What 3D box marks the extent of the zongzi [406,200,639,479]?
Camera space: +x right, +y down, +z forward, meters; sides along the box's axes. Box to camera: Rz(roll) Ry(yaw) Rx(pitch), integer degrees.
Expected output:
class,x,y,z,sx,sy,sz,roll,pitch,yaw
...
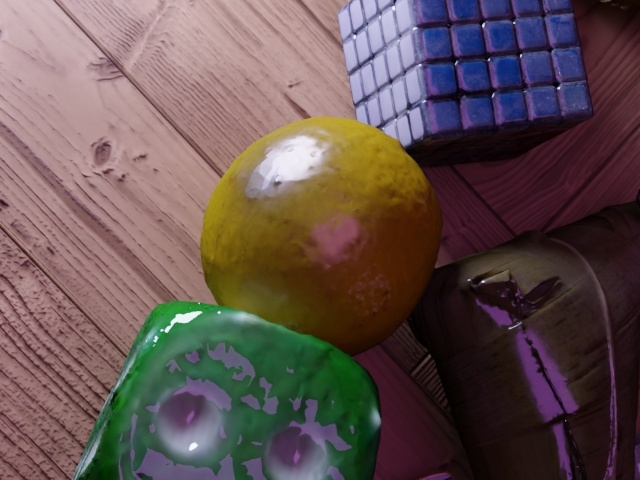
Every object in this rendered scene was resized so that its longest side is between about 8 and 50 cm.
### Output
class,x,y,z,sx,sy,sz,roll,pitch,yaw
zongzi,0.387,0.211,1.644,0.467,0.218,0.500,-17,87,-29

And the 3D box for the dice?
class,x,y,z,sx,sy,sz,roll,pitch,yaw
dice,-0.112,0.252,1.423,0.300,0.297,0.287,21,69,-7

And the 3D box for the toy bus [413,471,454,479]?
class,x,y,z,sx,sy,sz,roll,pitch,yaw
toy bus,0.151,0.376,1.607,0.070,0.074,0.162,-17,88,-12

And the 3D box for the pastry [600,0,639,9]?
class,x,y,z,sx,sy,sz,roll,pitch,yaw
pastry,0.456,-0.456,1.809,0.255,0.162,0.310,-11,73,-8

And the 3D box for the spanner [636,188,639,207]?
class,x,y,z,sx,sy,sz,roll,pitch,yaw
spanner,0.516,0.032,1.744,0.325,0.026,0.093,41,42,-34

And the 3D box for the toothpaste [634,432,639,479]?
class,x,y,z,sx,sy,sz,roll,pitch,yaw
toothpaste,0.460,0.392,1.718,0.096,0.061,0.266,-25,95,-21

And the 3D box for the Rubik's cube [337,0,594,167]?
class,x,y,z,sx,sy,sz,roll,pitch,yaw
Rubik's cube,0.182,-0.231,1.640,0.237,0.238,0.237,-7,84,-20

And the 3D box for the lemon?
class,x,y,z,sx,sy,sz,roll,pitch,yaw
lemon,0.001,0.000,1.520,0.297,0.297,0.297,3,79,-17
